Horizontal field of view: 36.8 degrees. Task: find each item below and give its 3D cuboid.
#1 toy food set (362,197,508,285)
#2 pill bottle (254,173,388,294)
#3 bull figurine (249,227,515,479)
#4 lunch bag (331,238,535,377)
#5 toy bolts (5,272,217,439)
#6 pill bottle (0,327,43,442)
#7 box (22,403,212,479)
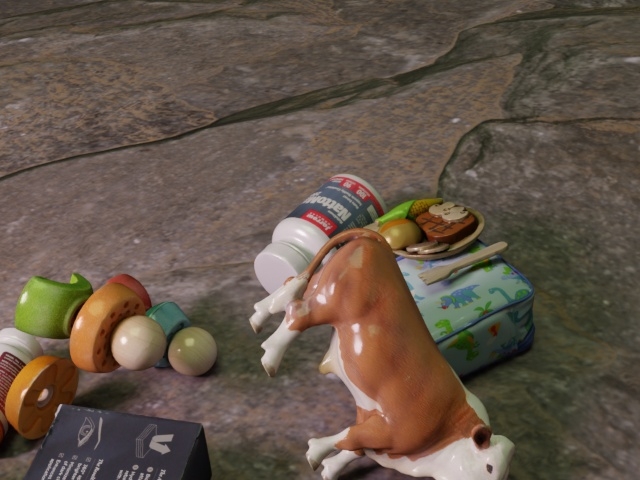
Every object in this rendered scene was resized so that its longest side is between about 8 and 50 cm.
[{"bbox_3d":[0.134,-0.017,1.170,0.132,0.038,0.192,-23,26,-13],"label":"toy food set"},{"bbox_3d":[0.000,0.000,1.270,0.108,0.108,0.180,16,44,34],"label":"pill bottle"},{"bbox_3d":[0.059,0.146,0.968,0.188,0.101,0.310,-26,80,1],"label":"bull figurine"},{"bbox_3d":[0.128,0.085,1.129,0.219,0.090,0.176,-24,38,-18],"label":"lunch bag"},{"bbox_3d":[-0.231,0.143,1.122,0.159,0.218,0.228,22,13,20],"label":"toy bolts"},{"bbox_3d":[-0.393,0.179,1.149,0.086,0.086,0.152,0,37,16],"label":"pill bottle"},{"bbox_3d":[-0.207,0.259,0.956,0.158,0.093,0.156,6,41,10],"label":"box"}]
